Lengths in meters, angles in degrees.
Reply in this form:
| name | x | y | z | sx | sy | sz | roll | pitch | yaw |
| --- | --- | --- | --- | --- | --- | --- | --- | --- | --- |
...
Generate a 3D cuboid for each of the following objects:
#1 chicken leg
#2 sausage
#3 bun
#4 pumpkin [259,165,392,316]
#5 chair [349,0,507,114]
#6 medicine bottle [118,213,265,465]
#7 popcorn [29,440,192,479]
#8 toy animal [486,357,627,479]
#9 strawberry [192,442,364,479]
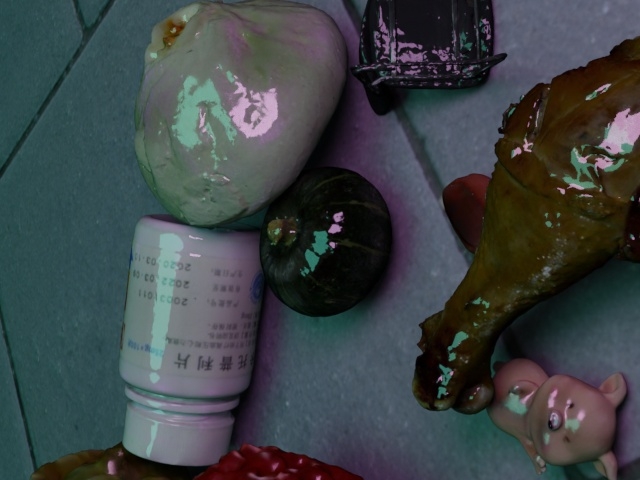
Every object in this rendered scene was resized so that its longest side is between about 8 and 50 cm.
| name | x | y | z | sx | sy | sz | roll | pitch | yaw |
| --- | --- | --- | --- | --- | --- | --- | --- | --- | --- |
| chicken leg | 0.183 | -0.028 | 0.791 | 0.361 | 0.140 | 0.212 | -45 | 31 | 33 |
| sausage | 0.158 | -0.024 | 0.912 | 0.059 | 0.054 | 0.094 | -44 | 57 | 29 |
| bun | -0.115 | -0.169 | 1.061 | 0.293 | 0.187 | 0.293 | -36 | 37 | 33 |
| pumpkin | 0.003 | 0.001 | 1.028 | 0.167 | 0.125 | 0.167 | -9 | 73 | 29 |
| chair | 0.103 | -0.212 | 0.955 | 0.145 | 0.221 | 0.140 | -2 | 83 | 5 |
| medicine bottle | -0.163 | 0.119 | 1.169 | 0.170 | 0.170 | 0.293 | 14 | 97 | 47 |
| popcorn | -0.264 | 0.401 | 1.177 | 0.274 | 0.279 | 0.335 | -59 | 26 | 3 |
| toy animal | 0.205 | 0.149 | 0.842 | 0.150 | 0.089 | 0.084 | 25 | 126 | 42 |
| strawberry | 0.012 | 0.364 | 0.906 | 0.345 | 0.295 | 0.318 | -7 | 45 | 30 |
